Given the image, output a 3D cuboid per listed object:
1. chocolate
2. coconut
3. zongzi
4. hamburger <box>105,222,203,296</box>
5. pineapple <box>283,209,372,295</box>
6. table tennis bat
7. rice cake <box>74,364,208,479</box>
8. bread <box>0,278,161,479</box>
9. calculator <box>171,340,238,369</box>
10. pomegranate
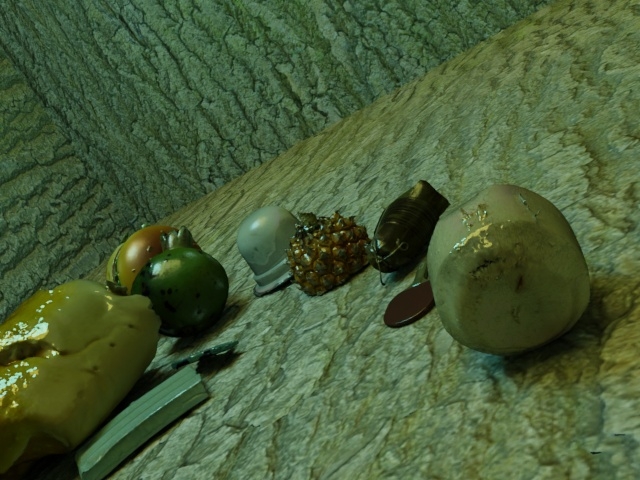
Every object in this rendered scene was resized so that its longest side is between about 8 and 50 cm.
[{"bbox_3d":[-0.093,-0.002,1.442,0.221,0.147,0.221,-31,11,7],"label":"chocolate"},{"bbox_3d":[0.191,0.022,0.724,0.171,0.171,0.183,-28,23,18],"label":"coconut"},{"bbox_3d":[0.109,0.003,1.154,0.187,0.084,0.184,-48,6,-33],"label":"zongzi"},{"bbox_3d":[-0.366,0.068,1.594,0.170,0.246,0.246,-32,11,48],"label":"hamburger"},{"bbox_3d":[0.000,0.001,1.245,0.176,0.136,0.161,-23,18,32],"label":"pineapple"},{"bbox_3d":[0.136,0.074,0.981,0.087,0.013,0.156,-27,17,30],"label":"table tennis bat"},{"bbox_3d":[-0.291,0.293,1.108,0.237,0.043,0.127,-37,14,-16],"label":"rice cake"},{"bbox_3d":[-0.517,0.255,1.235,0.361,0.250,0.394,-34,12,36],"label":"bread"},{"bbox_3d":[-0.202,0.200,1.210,0.141,0.019,0.094,-25,-9,42],"label":"calculator"},{"bbox_3d":[-0.294,0.084,1.429,0.202,0.202,0.247,-28,55,21],"label":"pomegranate"}]
